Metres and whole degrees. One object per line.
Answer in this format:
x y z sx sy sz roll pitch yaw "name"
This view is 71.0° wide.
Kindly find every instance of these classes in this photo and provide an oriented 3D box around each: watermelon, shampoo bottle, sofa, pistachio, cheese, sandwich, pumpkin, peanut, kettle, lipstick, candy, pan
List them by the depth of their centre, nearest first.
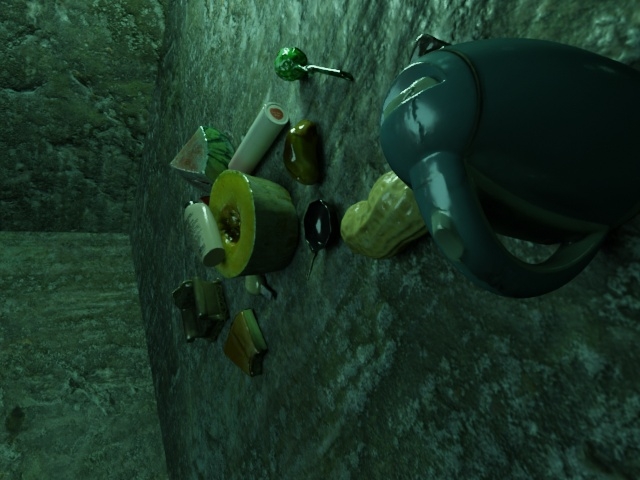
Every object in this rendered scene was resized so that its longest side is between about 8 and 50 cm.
0.230 -0.092 0.542 0.247 0.342 0.319 -33 63 52 "kettle"
0.137 -0.047 0.896 0.305 0.147 0.147 -46 52 53 "peanut"
-0.007 -0.009 1.192 0.128 0.048 0.202 56 133 44 "pan"
-0.020 -0.460 1.209 0.323 0.097 0.097 34 118 45 "candy"
-0.057 -0.240 1.227 0.110 0.100 0.189 -16 77 55 "pistachio"
-0.368 -0.033 1.388 0.127 0.078 0.257 -58 48 29 "shampoo bottle"
-0.206 -0.053 1.395 0.332 0.199 0.332 5 96 51 "pumpkin"
-0.213 -0.321 1.490 0.327 0.087 0.087 -41 56 51 "lipstick"
-0.206 0.156 1.516 0.192 0.037 0.097 29 115 55 "cheese"
-0.271 0.398 1.594 0.212 0.063 0.245 59 138 38 "sandwich"
-0.417 -0.281 1.662 0.201 0.213 0.261 -10 69 15 "watermelon"
-0.513 0.297 1.869 0.258 0.182 0.200 -54 47 43 "sofa"

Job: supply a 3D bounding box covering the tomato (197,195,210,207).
-0.391 -0.068 1.741 0.237 0.095 0.237 38 141 40 "tomato"
